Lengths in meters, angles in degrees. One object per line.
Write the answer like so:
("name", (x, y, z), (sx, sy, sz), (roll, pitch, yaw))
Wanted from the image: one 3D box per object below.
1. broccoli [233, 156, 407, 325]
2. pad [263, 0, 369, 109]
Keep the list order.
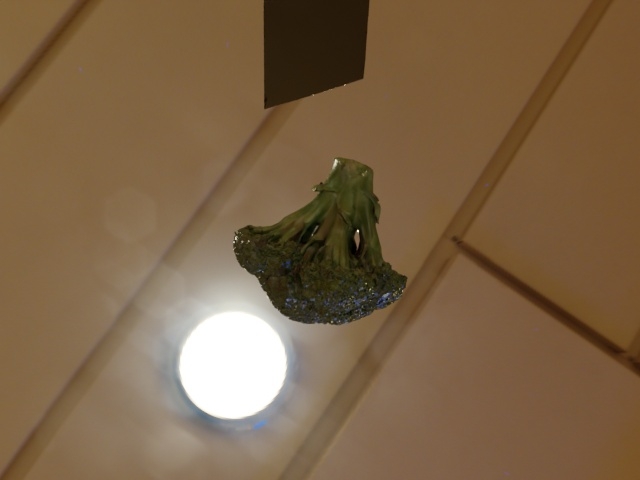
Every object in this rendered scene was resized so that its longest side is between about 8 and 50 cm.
("broccoli", (0.000, 0.000, 1.175), (0.269, 0.254, 0.269), (-17, -64, -39))
("pad", (-0.003, -0.304, 1.157), (0.004, 0.163, 0.243), (25, -144, 34))
